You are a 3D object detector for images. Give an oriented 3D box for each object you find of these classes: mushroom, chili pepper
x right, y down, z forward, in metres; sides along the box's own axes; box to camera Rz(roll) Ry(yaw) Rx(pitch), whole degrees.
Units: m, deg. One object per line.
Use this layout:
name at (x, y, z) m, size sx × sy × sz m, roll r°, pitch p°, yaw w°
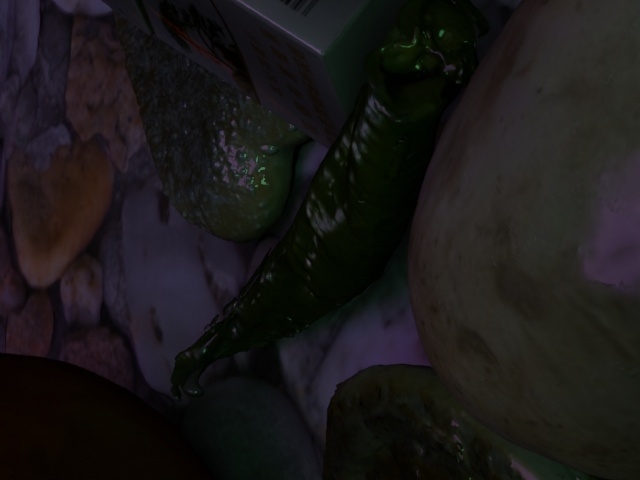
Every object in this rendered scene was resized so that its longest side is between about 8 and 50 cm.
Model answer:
mushroom at (0.139, -0.024, 0.584) m, size 0.255 × 0.184 × 0.255 m, roll 20°, pitch -90°, yaw -89°
chili pepper at (0.000, 0.000, 0.787) m, size 0.359 × 0.076 × 0.085 m, roll 123°, pitch 169°, yaw -57°

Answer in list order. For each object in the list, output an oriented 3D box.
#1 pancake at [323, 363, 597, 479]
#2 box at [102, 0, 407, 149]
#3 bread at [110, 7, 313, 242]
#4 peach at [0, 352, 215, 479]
pancake at (0.073, 0.168, 0.703) m, size 0.253 × 0.037 × 0.253 m, roll 41°, pitch 143°, yaw 42°
box at (-0.056, -0.145, 0.802) m, size 0.233 × 0.149 × 0.067 m, roll 35°, pitch 77°, yaw 21°
bread at (-0.061, -0.153, 0.954) m, size 0.207 × 0.056 × 0.286 m, roll -47°, pitch 54°, yaw 41°
peach at (-0.208, 0.217, 0.883) m, size 0.302 × 0.343 × 0.343 m, roll 114°, pitch 142°, yaw -57°
